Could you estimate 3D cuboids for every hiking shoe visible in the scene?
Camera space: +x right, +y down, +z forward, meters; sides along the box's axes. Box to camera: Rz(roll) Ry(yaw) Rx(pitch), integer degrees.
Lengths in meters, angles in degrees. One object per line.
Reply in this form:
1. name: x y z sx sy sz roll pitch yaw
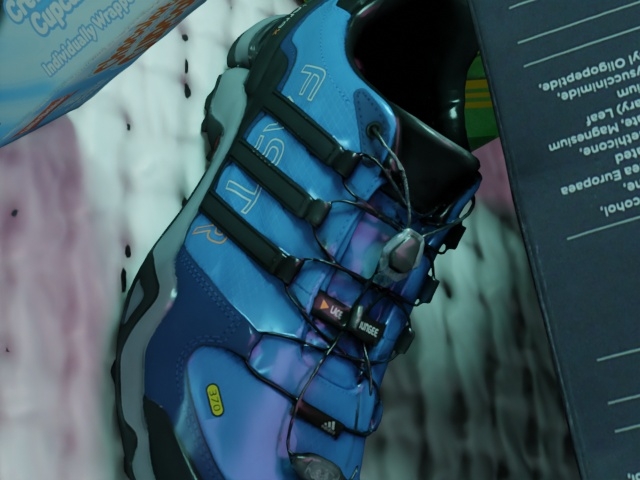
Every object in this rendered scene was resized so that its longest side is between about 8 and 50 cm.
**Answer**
1. hiking shoe: 0.000 0.000 0.533 0.113 0.132 0.304 28 52 -30

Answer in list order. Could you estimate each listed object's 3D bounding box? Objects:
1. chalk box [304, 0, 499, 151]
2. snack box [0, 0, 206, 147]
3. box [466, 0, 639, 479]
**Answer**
1. chalk box: 0.139 -0.204 0.658 0.180 0.289 0.179 45 46 -15
2. snack box: -0.072 -0.175 0.417 0.060 0.322 0.187 -36 95 -44
3. box: 0.220 0.059 0.588 0.343 0.179 0.312 35 41 -63
